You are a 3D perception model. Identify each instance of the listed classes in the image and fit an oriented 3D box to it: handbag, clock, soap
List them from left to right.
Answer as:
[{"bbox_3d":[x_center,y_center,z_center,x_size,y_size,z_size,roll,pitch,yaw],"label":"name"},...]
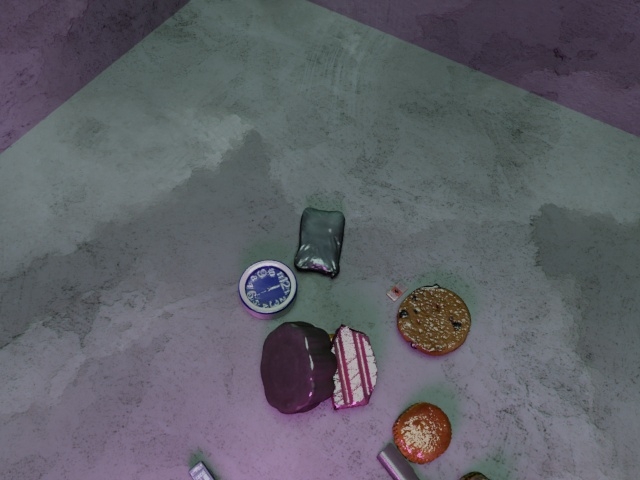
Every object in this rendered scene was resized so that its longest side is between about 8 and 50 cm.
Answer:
[{"bbox_3d":[-0.205,0.193,1.958,0.230,0.083,0.231,1,57,-2],"label":"clock"},{"bbox_3d":[-0.001,0.002,2.083,0.191,0.075,0.333,8,57,-1],"label":"handbag"},{"bbox_3d":[0.104,0.443,1.773,0.182,0.112,0.289,-8,73,-10],"label":"soap"}]

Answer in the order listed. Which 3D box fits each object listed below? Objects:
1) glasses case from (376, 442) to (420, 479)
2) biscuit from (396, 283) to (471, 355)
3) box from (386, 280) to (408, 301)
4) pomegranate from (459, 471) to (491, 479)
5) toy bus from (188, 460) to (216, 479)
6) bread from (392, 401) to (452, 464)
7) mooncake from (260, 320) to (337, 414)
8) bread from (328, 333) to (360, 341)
[{"bbox_3d":[0.272,0.775,1.655,0.072,0.042,0.191,-30,65,-26],"label":"glasses case"},{"bbox_3d":[0.434,0.307,1.911,0.295,0.075,0.296,-1,55,1],"label":"biscuit"},{"bbox_3d":[0.309,0.205,2.003,0.083,0.012,0.046,-38,69,-23],"label":"box"},{"bbox_3d":[0.513,0.798,1.584,0.125,0.163,0.138,-4,36,-35],"label":"pomegranate"},{"bbox_3d":[-0.353,0.801,1.599,0.064,0.075,0.190,-37,68,-20],"label":"toy bus"},{"bbox_3d":[0.348,0.651,1.691,0.199,0.104,0.199,1,61,-3],"label":"bread"},{"bbox_3d":[-0.072,0.434,1.713,0.154,0.306,0.306,8,50,-43],"label":"mooncake"},{"bbox_3d":[0.087,0.378,1.877,0.157,0.044,0.052,1,66,0],"label":"bread"}]
